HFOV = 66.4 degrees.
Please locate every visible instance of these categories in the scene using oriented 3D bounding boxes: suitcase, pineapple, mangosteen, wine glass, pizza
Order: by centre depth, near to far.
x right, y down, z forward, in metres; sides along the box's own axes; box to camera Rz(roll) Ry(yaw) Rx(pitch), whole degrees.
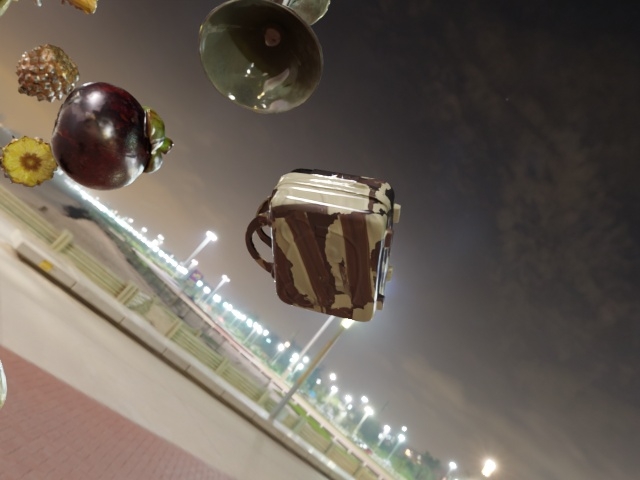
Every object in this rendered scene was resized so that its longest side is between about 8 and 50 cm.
[{"bbox_3d":[0.000,0.000,1.119,0.339,0.194,0.352,11,-50,13],"label":"suitcase"},{"bbox_3d":[-0.097,-0.514,1.156,0.267,0.406,0.267,6,-43,6],"label":"wine glass"},{"bbox_3d":[-0.688,-0.669,1.304,0.271,0.056,0.134,31,0,5],"label":"pizza"},{"bbox_3d":[-0.588,-0.277,1.367,0.300,0.300,0.300,37,-15,11],"label":"mangosteen"},{"bbox_3d":[-0.850,-0.503,1.509,0.166,0.193,0.166,61,6,-12],"label":"pineapple"},{"bbox_3d":[-1.130,-0.311,1.896,0.076,0.225,0.225,35,-14,46],"label":"pineapple"}]

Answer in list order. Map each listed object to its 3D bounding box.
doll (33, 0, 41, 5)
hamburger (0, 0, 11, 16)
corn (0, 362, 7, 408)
[{"bbox_3d":[-0.841,-0.729,1.391,0.135,0.113,0.072,-31,-108,42],"label":"doll"},{"bbox_3d":[-0.623,-0.449,0.830,0.185,0.131,0.159,31,-44,4],"label":"hamburger"},{"bbox_3d":[-0.498,0.104,0.629,0.123,0.122,0.305,13,-66,45],"label":"corn"}]
